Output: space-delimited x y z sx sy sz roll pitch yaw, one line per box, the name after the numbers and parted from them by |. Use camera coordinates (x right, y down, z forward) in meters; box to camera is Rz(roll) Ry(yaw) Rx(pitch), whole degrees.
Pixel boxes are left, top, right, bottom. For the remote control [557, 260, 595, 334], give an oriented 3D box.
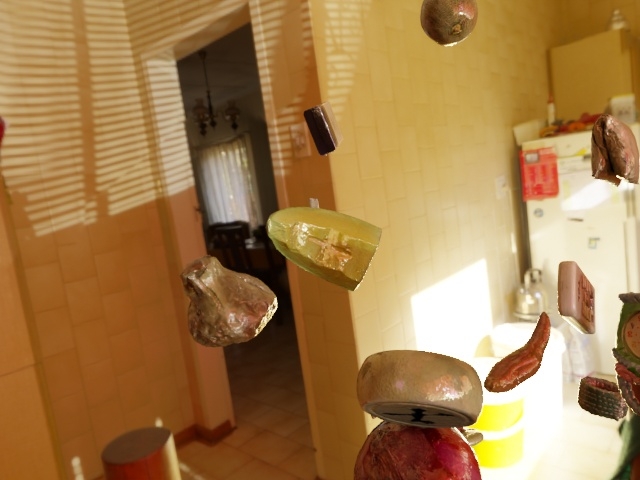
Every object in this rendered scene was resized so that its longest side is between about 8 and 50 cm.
0.415 0.095 0.748 0.029 0.087 0.190 -5 -22 38 | remote control

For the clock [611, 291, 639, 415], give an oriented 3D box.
0.498 0.167 0.619 0.100 0.195 0.194 9 -11 -32 | clock

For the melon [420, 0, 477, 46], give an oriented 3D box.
0.322 -0.566 1.167 0.139 0.139 0.192 -8 51 3 | melon

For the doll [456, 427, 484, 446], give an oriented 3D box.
0.358 0.635 1.402 0.268 0.216 0.284 -18 -20 7 | doll

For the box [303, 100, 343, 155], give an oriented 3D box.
0.015 -0.414 1.698 0.071 0.168 0.259 -18 15 16 | box

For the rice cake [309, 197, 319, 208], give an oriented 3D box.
-0.009 -0.067 1.896 0.043 0.127 0.237 -10 -33 3 | rice cake

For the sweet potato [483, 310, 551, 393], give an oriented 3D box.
0.403 0.241 0.935 0.255 0.078 0.058 -31 9 -32 | sweet potato

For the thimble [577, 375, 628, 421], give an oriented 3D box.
0.862 0.480 1.418 0.118 0.090 0.135 -2 9 -40 | thimble

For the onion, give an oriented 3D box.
0.194 0.485 0.951 0.276 0.276 0.276 -8 7 1 | onion

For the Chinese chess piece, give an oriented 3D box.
0.181 0.280 0.858 0.237 0.092 0.238 6 -30 4 | Chinese chess piece

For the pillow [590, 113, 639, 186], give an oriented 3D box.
0.611 -0.178 0.957 0.078 0.134 0.181 -8 -7 42 | pillow

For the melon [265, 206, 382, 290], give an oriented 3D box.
0.000 0.000 1.240 0.323 0.196 0.124 22 -2 -17 | melon

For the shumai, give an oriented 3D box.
-0.252 0.150 1.258 0.260 0.222 0.225 0 35 -1 | shumai
